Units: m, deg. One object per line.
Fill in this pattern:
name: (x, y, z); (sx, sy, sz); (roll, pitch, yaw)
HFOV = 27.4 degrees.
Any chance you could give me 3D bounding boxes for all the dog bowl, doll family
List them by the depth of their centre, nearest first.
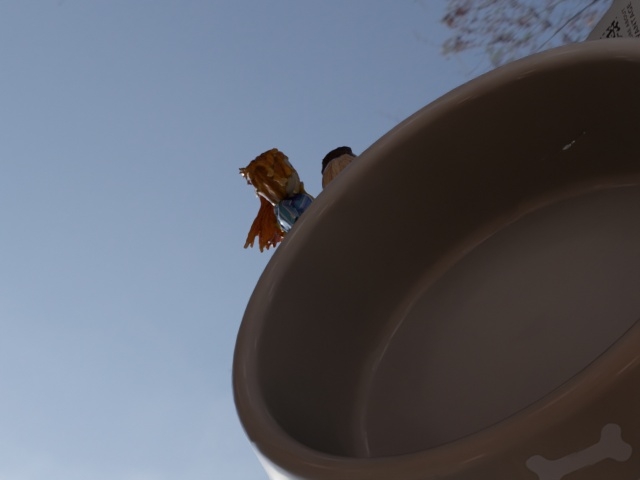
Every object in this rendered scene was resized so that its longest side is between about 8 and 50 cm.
dog bowl: (0.102, 0.030, 0.693); (0.349, 0.348, 0.102); (-23, -57, 30)
doll family: (0.000, 0.000, 1.020); (0.118, 0.263, 0.163); (-29, -85, 2)

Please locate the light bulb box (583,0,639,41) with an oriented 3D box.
light bulb box: (0.342, -0.058, 0.820); (0.225, 0.358, 0.361); (12, -43, -20)
